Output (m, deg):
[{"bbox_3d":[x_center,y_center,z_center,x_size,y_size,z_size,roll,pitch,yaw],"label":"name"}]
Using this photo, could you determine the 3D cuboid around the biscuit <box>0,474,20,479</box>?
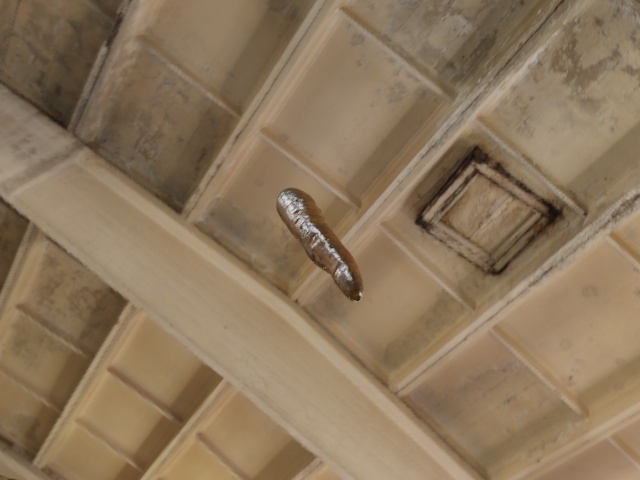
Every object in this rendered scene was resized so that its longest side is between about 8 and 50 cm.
[{"bbox_3d":[-0.214,0.104,0.292,0.212,0.036,0.212,14,-23,6],"label":"biscuit"}]

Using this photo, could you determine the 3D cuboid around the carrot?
[{"bbox_3d":[-0.001,0.000,0.565,0.035,0.165,0.036,-12,-55,-17],"label":"carrot"}]
